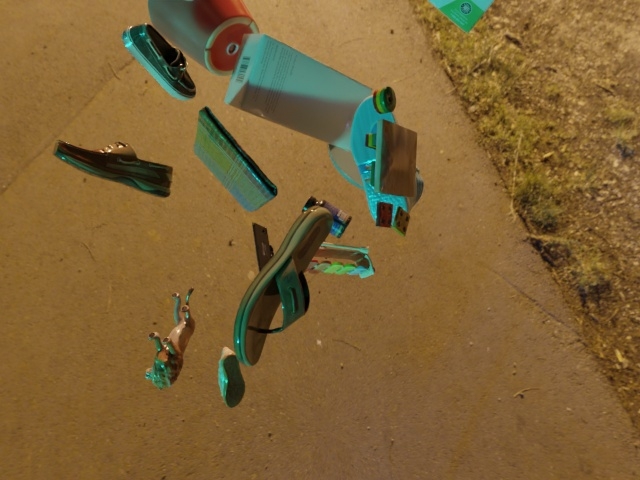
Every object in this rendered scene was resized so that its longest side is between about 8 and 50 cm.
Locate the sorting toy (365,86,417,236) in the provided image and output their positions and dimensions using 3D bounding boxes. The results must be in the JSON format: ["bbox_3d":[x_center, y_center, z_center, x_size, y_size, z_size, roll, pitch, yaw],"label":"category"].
[{"bbox_3d":[0.135,-0.146,0.788,0.046,0.132,0.275,4,93,41],"label":"sorting toy"}]

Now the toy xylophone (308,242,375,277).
[{"bbox_3d":[0.044,0.075,1.452,0.322,0.236,0.081,3,74,-9],"label":"toy xylophone"}]

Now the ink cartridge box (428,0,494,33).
[{"bbox_3d":[0.315,-0.571,0.814,0.160,0.219,0.093,36,32,-8],"label":"ink cartridge box"}]

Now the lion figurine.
[{"bbox_3d":[-0.608,0.414,1.711,0.142,0.240,0.392,7,42,17],"label":"lion figurine"}]

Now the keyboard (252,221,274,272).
[{"bbox_3d":[-0.185,0.034,1.322,0.023,0.108,0.180,-20,68,22],"label":"keyboard"}]

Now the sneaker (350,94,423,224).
[{"bbox_3d":[0.181,-0.211,1.042,0.127,0.319,0.208,-2,18,29],"label":"sneaker"}]

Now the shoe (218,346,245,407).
[{"bbox_3d":[-0.293,0.447,1.312,0.076,0.219,0.058,-14,26,-33],"label":"shoe"}]

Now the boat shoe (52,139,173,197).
[{"bbox_3d":[-0.583,-0.225,1.166,0.122,0.324,0.120,14,86,44],"label":"boat shoe"}]

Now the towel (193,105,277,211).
[{"bbox_3d":[-0.243,-0.200,1.109,0.040,0.370,0.271,-44,101,-16],"label":"towel"}]

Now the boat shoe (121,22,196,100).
[{"bbox_3d":[-0.342,-0.397,0.913,0.070,0.219,0.078,-11,73,17],"label":"boat shoe"}]

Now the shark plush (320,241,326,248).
[{"bbox_3d":[0.000,0.000,1.636,0.073,0.161,0.067,11,43,26],"label":"shark plush"}]

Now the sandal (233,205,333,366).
[{"bbox_3d":[-0.051,0.079,0.685,0.086,0.120,0.303,28,81,19],"label":"sandal"}]

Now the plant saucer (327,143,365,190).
[{"bbox_3d":[0.157,-0.297,1.509,0.317,0.044,0.318,17,51,-22],"label":"plant saucer"}]

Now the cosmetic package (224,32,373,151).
[{"bbox_3d":[-0.055,-0.407,1.134,0.155,0.365,0.197,38,110,51],"label":"cosmetic package"}]

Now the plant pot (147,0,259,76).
[{"bbox_3d":[-0.329,-0.649,1.202,0.275,0.275,0.243,-37,76,-15],"label":"plant pot"}]

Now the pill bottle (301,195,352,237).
[{"bbox_3d":[0.027,-0.114,1.872,0.219,0.123,0.123,32,69,1],"label":"pill bottle"}]
